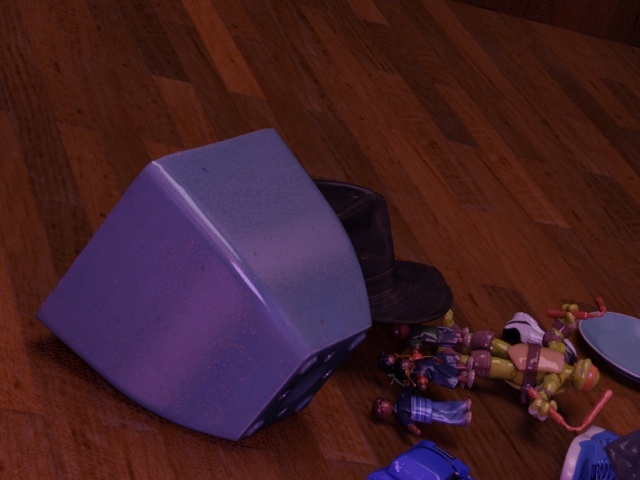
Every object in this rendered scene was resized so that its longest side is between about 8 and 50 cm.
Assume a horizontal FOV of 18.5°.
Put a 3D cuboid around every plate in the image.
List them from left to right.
[{"bbox_3d":[0.427,0.153,2.609,0.188,0.024,0.188,18,22,-8],"label":"plate"}]

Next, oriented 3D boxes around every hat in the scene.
[{"bbox_3d":[0.000,0.000,2.361,0.331,0.134,0.331,5,15,-1],"label":"hat"}]

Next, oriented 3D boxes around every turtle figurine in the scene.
[{"bbox_3d":[0.250,0.143,2.396,0.217,0.087,0.269,13,38,6],"label":"turtle figurine"}]

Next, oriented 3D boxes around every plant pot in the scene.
[{"bbox_3d":[-0.097,0.067,2.101,0.252,0.247,0.248,48,30,14],"label":"plant pot"}]

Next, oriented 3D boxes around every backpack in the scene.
[{"bbox_3d":[0.109,0.259,2.012,0.098,0.101,0.120,38,24,20],"label":"backpack"}]

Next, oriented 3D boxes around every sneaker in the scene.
[{"bbox_3d":[0.279,0.134,2.517,0.109,0.040,0.044,31,41,30],"label":"sneaker"},{"bbox_3d":[0.328,0.258,2.248,0.085,0.058,0.152,20,15,18],"label":"sneaker"}]

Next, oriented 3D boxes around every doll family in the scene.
[{"bbox_3d":[0.115,0.155,2.262,0.111,0.076,0.193,8,22,-4],"label":"doll family"}]

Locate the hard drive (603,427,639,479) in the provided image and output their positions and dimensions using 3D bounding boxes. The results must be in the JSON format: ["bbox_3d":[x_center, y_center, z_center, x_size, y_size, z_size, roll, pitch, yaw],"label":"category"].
[{"bbox_3d":[0.460,0.257,2.173,0.255,0.054,0.172,-20,53,-1],"label":"hard drive"}]
